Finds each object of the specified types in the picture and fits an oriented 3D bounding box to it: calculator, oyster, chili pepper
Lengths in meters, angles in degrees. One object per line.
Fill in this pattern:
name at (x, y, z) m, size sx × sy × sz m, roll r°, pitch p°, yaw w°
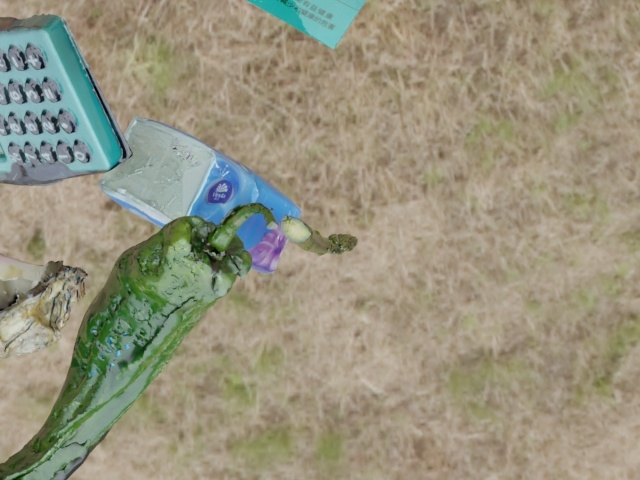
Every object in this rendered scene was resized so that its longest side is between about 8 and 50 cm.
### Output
calculator at (-0.416, -0.185, 1.351) m, size 0.274 × 0.058 × 0.248 m, roll 2°, pitch 131°, yaw 26°
oyster at (-0.350, 0.073, 0.988) m, size 0.198 × 0.259 × 0.092 m, roll 0°, pitch 114°, yaw 33°
chili pepper at (-0.114, 0.056, 0.592) m, size 0.065 × 0.122 × 0.279 m, roll 36°, pitch 112°, yaw -10°

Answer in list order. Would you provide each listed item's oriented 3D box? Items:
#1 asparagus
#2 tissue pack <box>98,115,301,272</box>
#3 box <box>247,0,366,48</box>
asparagus at (0.000, -0.001, 1.041) m, size 0.034 × 0.027 × 0.236 m, roll -47°, pitch 165°, yaw 8°
tissue pack at (-0.182, -0.069, 1.550) m, size 0.263 × 0.198 × 0.146 m, roll 28°, pitch 88°, yaw -57°
box at (0.005, -0.394, 1.397) m, size 0.161 × 0.042 × 0.226 m, roll 26°, pitch 137°, yaw -12°
